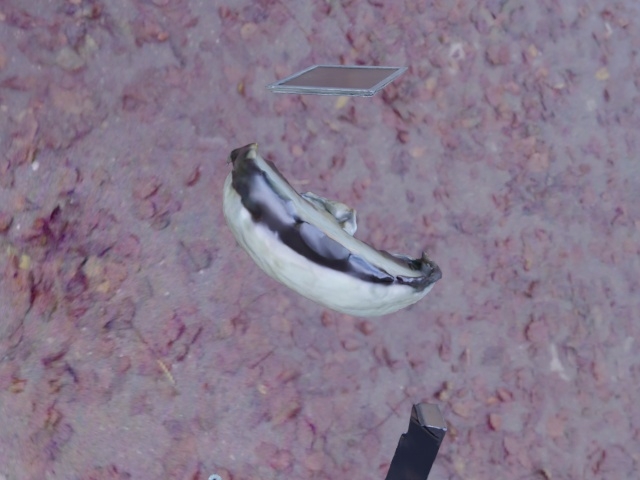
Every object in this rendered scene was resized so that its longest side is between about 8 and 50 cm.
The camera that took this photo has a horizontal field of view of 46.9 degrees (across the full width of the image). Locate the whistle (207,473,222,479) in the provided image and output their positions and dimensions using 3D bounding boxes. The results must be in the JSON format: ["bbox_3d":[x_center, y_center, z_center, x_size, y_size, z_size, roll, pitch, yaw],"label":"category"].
[{"bbox_3d":[-0.162,0.420,0.953,0.105,0.101,0.253,33,43,-25],"label":"whistle"}]

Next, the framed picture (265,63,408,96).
[{"bbox_3d":[0.028,-0.213,0.978,0.183,0.142,0.011,-48,140,-61],"label":"framed picture"}]

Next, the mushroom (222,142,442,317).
[{"bbox_3d":[0.000,0.002,1.062,0.344,0.247,0.130,32,104,-13],"label":"mushroom"}]

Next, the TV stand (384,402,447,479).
[{"bbox_3d":[0.108,0.328,0.966,0.040,0.049,0.256,10,116,-10],"label":"TV stand"}]
